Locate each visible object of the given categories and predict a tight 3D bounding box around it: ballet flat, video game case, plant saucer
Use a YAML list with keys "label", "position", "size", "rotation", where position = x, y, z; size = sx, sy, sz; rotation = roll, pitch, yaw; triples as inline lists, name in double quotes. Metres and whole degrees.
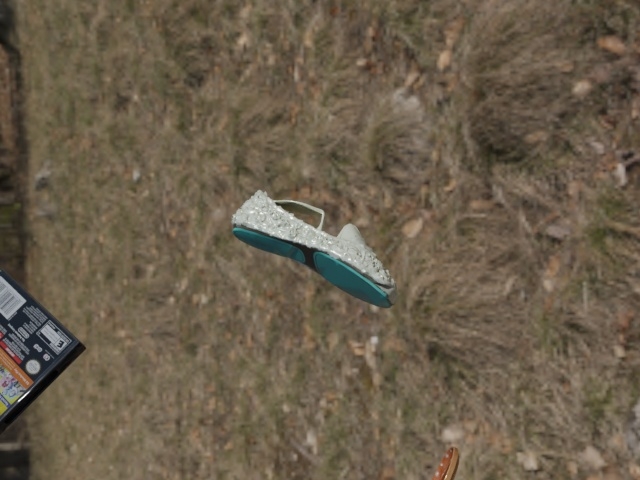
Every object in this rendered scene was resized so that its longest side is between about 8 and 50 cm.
- label: "ballet flat"
  position: [0.000, 0.000, 1.943]
  size: [0.147, 0.408, 0.147]
  rotation: [-56, -18, -29]
- label: "video game case"
  position: [-0.595, 0.209, 1.651]
  size: [0.274, 0.248, 0.035]
  rotation: [33, 162, 33]
- label: "plant saucer"
  position: [0.154, 0.299, 1.140]
  size: [0.084, 0.013, 0.083]
  rotation: [-64, -3, -5]
